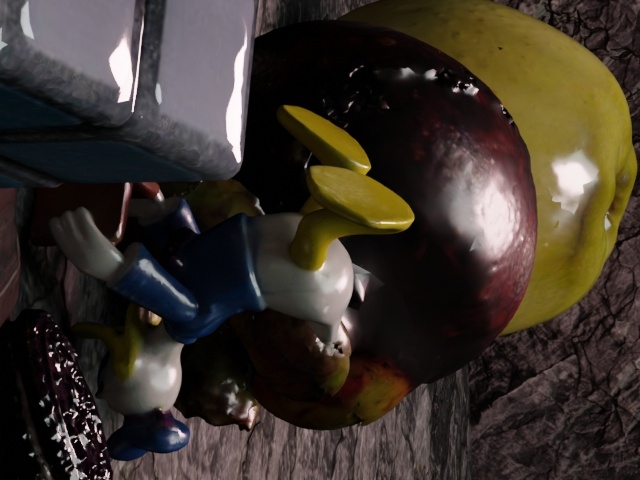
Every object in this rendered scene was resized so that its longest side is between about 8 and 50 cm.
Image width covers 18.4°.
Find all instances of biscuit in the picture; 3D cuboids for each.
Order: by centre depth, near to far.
[{"bbox_3d":[-0.205,0.147,1.528,0.194,0.053,0.194,-19,90,-88],"label":"biscuit"}]

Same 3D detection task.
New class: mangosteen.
[{"bbox_3d":[-0.006,-0.018,1.896,0.381,0.421,0.381,54,-21,31],"label":"mangosteen"}]

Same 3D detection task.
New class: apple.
[{"bbox_3d":[0.161,-0.085,2.437,0.473,0.474,0.473,2,90,-77],"label":"apple"}]

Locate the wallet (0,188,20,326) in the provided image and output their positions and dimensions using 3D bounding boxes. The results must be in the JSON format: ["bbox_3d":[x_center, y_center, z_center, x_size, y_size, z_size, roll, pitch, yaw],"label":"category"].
[{"bbox_3d":[-0.266,0.031,1.365,0.229,0.049,0.182,-66,158,-56],"label":"wallet"}]

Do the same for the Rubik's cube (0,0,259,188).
[{"bbox_3d":[-0.214,-0.196,0.853,0.305,0.301,0.303,21,71,-59],"label":"Rubik's cube"}]

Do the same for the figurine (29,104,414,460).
[{"bbox_3d":[-0.119,0.046,1.629,0.204,0.284,0.338,-93,-153,-66],"label":"figurine"}]
